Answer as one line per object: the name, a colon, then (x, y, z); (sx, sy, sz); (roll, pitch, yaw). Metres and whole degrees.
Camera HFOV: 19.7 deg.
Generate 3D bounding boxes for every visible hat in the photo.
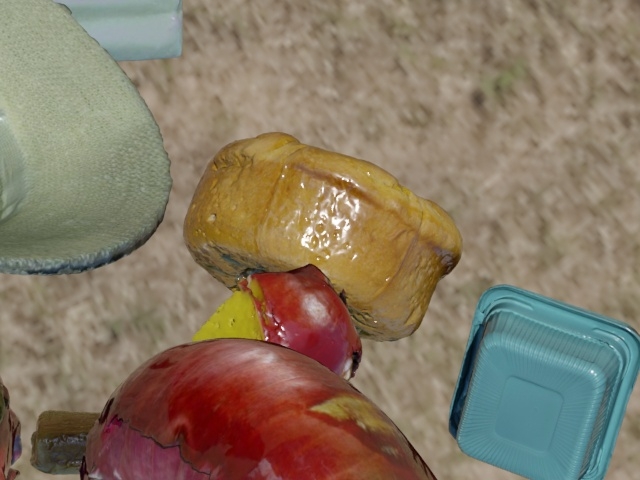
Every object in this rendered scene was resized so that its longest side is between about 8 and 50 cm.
hat: (-0.202, -0.033, 0.783); (0.257, 0.257, 0.130); (14, 123, -36)

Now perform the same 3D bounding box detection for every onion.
onion: (-0.015, 0.159, 0.896); (0.161, 0.248, 0.248); (-40, 148, -45)

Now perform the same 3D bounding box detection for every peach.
peach: (-0.044, 0.095, 1.290); (0.172, 0.092, 0.127); (-40, 159, 7)

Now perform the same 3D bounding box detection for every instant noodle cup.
instant noodle cup: (0.194, 0.143, 1.658); (0.070, 0.157, 0.179); (-49, 154, -58)

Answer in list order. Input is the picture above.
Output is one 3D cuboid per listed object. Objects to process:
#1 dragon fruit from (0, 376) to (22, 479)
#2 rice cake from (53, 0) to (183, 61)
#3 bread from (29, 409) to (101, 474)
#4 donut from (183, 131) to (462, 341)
dragon fruit: (-0.365, 0.160, 1.511); (0.237, 0.302, 0.231); (-3, 145, -9)
rice cake: (-0.223, -0.194, 1.611); (0.222, 0.042, 0.080); (-6, 113, -25)
bread: (-0.231, 0.206, 1.884); (0.132, 0.074, 0.053); (-2, 111, -10)
donut: (-0.002, -0.001, 1.499); (0.226, 0.227, 0.113); (39, 68, -44)
